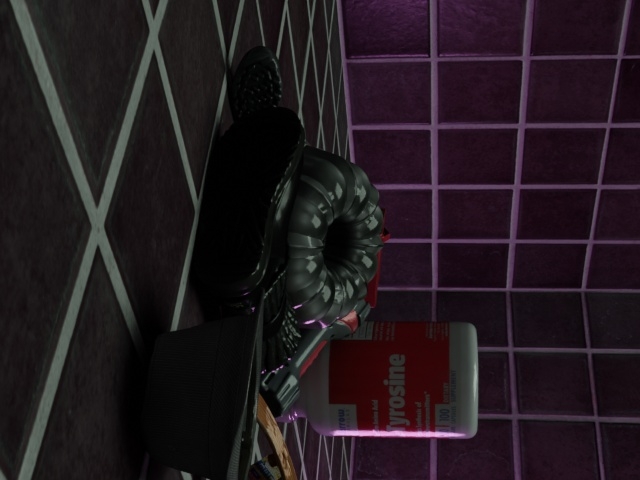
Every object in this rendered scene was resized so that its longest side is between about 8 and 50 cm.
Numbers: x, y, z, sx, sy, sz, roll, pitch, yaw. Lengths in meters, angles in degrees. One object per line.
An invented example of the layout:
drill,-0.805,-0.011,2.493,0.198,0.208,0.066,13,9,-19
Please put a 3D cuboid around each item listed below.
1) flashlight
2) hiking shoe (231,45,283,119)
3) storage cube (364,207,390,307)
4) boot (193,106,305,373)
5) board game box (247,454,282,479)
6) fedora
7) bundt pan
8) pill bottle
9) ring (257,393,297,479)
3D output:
flashlight,-0.021,0.201,1.945,0.304,0.103,0.103,-51,180,-39
hiking shoe,-0.106,-0.241,1.764,0.227,0.086,0.114,96,-8,-47
storage cube,0.056,0.034,2.573,0.184,0.215,0.193,-75,170,-68
boot,-0.088,-0.001,1.609,0.260,0.131,0.348,69,32,-54
board game box,-0.057,0.460,1.811,0.193,0.045,0.147,51,2,9
fedora,-0.137,0.178,1.234,0.275,0.124,0.244,95,1,-58
bundt pan,0.000,0.000,1.819,0.331,0.124,0.331,-18,112,-52
pill bottle,0.103,0.273,2.099,0.229,0.407,0.229,-1,90,-83
ring,-0.096,0.366,1.614,0.336,0.032,0.337,-20,90,-79
